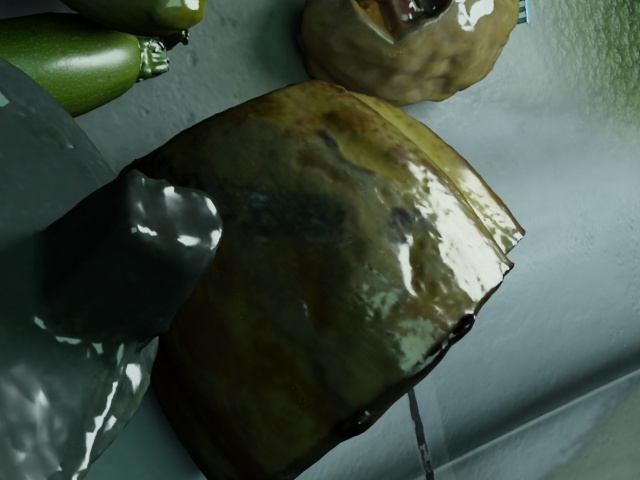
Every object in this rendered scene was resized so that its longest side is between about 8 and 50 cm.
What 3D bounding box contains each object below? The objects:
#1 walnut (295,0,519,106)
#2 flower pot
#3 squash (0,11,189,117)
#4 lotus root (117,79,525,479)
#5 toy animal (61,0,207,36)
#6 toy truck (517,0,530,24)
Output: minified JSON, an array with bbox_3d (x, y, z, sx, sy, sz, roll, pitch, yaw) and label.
[{"bbox_3d":[0.108,-0.224,0.835,0.204,0.141,0.238,34,69,-31],"label":"walnut"},{"bbox_3d":[-0.218,0.036,0.447,0.299,0.283,0.299,34,37,-30],"label":"flower pot"},{"bbox_3d":[-0.231,-0.112,0.627,0.331,0.087,0.087,-20,95,-36],"label":"squash"},{"bbox_3d":[0.000,0.000,0.654,0.316,0.316,0.250,-32,90,-32],"label":"lotus root"},{"bbox_3d":[-0.211,-0.283,0.589,0.363,0.181,0.180,33,56,-15],"label":"toy animal"},{"bbox_3d":[0.189,-0.296,0.946,0.074,0.063,0.136,-2,88,-53],"label":"toy truck"}]
